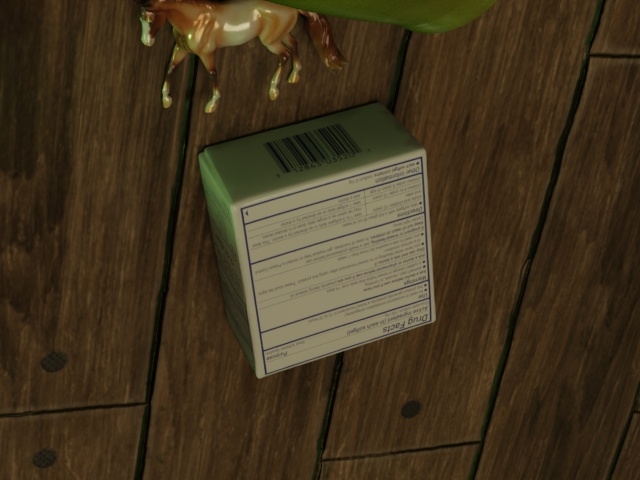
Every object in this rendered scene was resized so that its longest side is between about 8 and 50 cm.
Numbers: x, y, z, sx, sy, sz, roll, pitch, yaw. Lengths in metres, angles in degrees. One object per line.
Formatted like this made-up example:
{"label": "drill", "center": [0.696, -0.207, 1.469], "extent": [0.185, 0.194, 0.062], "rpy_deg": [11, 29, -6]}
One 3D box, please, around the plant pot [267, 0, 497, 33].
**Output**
{"label": "plant pot", "center": [0.046, -0.391, 1.555], "extent": [0.353, 0.366, 0.366], "rpy_deg": [19, 112, -45]}

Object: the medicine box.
{"label": "medicine box", "center": [0.000, 0.000, 1.887], "extent": [0.263, 0.149, 0.289], "rpy_deg": [-17, 127, -14]}

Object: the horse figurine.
{"label": "horse figurine", "center": [-0.097, -0.245, 1.738], "extent": [0.263, 0.066, 0.174], "rpy_deg": [-11, 131, -15]}
